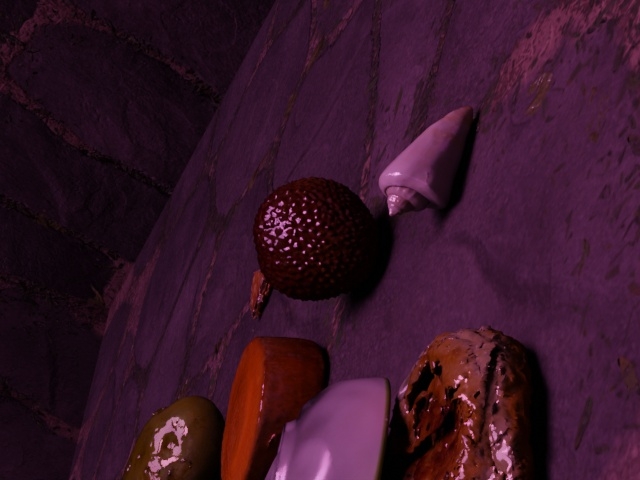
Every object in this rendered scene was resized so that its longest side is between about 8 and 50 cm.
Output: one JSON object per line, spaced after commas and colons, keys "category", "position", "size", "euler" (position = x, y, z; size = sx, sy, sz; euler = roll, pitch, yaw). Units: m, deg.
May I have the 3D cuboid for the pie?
{"category": "pie", "position": [0.128, 0.214, 1.334], "size": [0.308, 0.085, 0.308], "euler": [-160, 90, -76]}

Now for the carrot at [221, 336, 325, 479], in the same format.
{"category": "carrot", "position": [-0.085, 0.280, 2.012], "size": [0.258, 0.100, 0.307], "euler": [-88, 16, -46]}

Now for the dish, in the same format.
{"category": "dish", "position": [-0.015, 0.301, 1.483], "size": [0.324, 0.124, 0.324], "euler": [-167, 90, -89]}

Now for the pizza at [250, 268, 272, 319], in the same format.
{"category": "pizza", "position": [-0.110, 0.101, 2.449], "size": [0.100, 0.029, 0.099], "euler": [153, 128, -72]}

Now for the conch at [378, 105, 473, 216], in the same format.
{"category": "conch", "position": [0.137, -0.102, 1.721], "size": [0.176, 0.094, 0.104], "euler": [-70, -25, -20]}

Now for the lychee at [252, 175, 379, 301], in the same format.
{"category": "lychee", "position": [-0.006, 0.000, 1.912], "size": [0.194, 0.194, 0.194], "euler": [-159, 90, -75]}

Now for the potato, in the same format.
{"category": "potato", "position": [-0.254, 0.393, 2.335], "size": [0.253, 0.148, 0.186], "euler": [-54, 35, 19]}
